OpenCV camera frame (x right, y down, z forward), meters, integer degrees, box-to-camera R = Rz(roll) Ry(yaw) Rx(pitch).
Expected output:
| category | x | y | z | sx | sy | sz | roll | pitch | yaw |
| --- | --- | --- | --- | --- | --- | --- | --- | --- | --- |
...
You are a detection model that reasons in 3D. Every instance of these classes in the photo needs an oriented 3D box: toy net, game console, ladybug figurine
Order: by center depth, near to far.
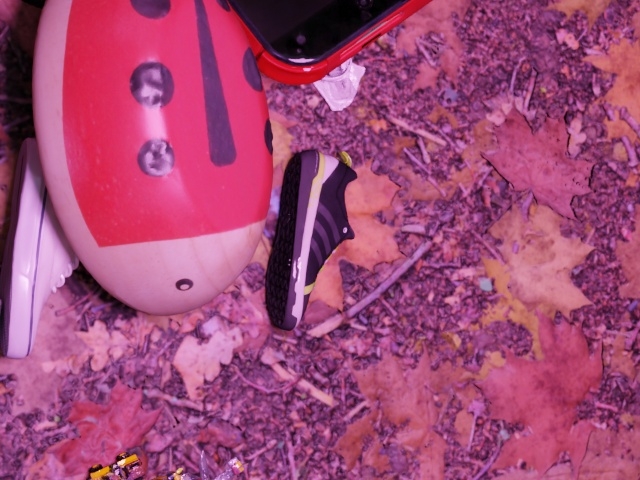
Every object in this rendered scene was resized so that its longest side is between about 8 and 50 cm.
| category | x | y | z | sx | sy | sz | roll | pitch | yaw |
| --- | --- | --- | --- | --- | --- | --- | --- | --- | --- |
| ladybug figurine | -0.173 | -0.137 | 1.733 | 0.305 | 0.162 | 0.449 | -19 | 100 | -45 |
| game console | 0.007 | -0.413 | 1.875 | 0.386 | 0.060 | 0.342 | -36 | 86 | -15 |
| toy net | 0.003 | -0.280 | 1.912 | 0.122 | 0.045 | 0.232 | -6 | 91 | -23 |

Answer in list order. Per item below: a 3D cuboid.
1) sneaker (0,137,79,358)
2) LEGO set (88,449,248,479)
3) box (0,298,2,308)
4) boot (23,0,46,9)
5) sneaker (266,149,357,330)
| category | x | y | z | sx | sy | sz | roll | pitch | yaw |
| --- | --- | --- | --- | --- | --- | --- | --- | --- | --- |
| sneaker | -0.313 | 0.011 | 1.745 | 0.091 | 0.094 | 0.258 | 10 | 85 | -20 |
| LEGO set | -0.181 | 0.416 | 1.733 | 0.254 | 0.192 | 0.331 | -13 | 93 | -22 |
| box | -0.486 | 0.135 | 1.689 | 0.231 | 0.056 | 0.183 | 12 | 84 | -22 |
| boot | -0.338 | -0.357 | 1.761 | 0.198 | 0.077 | 0.137 | 27 | 73 | -21 |
| sneaker | 0.000 | 0.000 | 1.881 | 0.097 | 0.084 | 0.235 | 12 | 84 | -23 |
